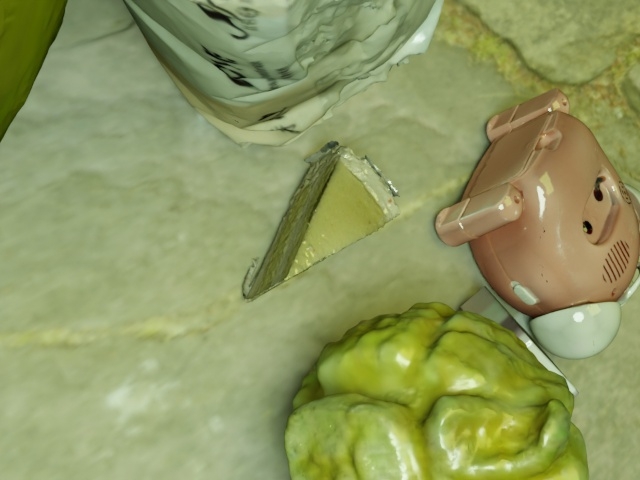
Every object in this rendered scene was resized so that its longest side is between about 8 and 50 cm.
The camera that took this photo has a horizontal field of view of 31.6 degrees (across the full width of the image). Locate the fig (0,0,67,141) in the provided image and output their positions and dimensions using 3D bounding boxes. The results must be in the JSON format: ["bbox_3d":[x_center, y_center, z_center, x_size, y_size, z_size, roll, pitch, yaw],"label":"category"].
[{"bbox_3d":[-0.241,-0.117,0.386,0.343,0.343,0.343,14,65,-34],"label":"fig"}]

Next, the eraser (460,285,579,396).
[{"bbox_3d":[0.134,0.073,0.771,0.026,0.105,0.065,-40,106,5],"label":"eraser"}]

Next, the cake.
[{"bbox_3d":[0.000,0.000,0.719,0.065,0.052,0.121,45,51,-20],"label":"cake"}]

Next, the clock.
[{"bbox_3d":[0.185,-0.011,0.845,0.162,0.092,0.166,46,51,-19],"label":"clock"}]

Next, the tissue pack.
[{"bbox_3d":[-0.057,-0.244,0.584,0.375,0.195,0.390,44,25,-80],"label":"tissue pack"}]

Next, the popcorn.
[{"bbox_3d":[0.068,0.131,0.660,0.185,0.167,0.188,-80,162,-54],"label":"popcorn"}]
